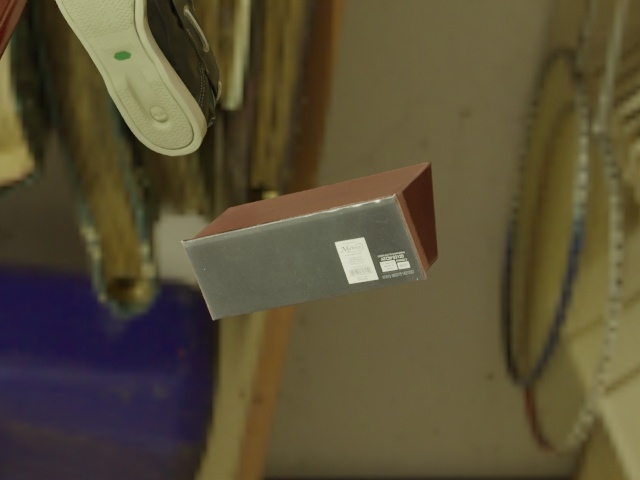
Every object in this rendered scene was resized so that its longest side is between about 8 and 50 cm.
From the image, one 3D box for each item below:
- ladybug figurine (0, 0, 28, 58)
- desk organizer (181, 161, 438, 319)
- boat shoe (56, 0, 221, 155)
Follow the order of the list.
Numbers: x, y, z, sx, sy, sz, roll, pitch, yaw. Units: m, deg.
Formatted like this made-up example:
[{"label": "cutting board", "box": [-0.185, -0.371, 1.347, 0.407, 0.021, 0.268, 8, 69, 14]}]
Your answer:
[{"label": "ladybug figurine", "box": [-0.219, -0.081, 0.376, 0.305, 0.449, 0.162, -53, -38, -32]}, {"label": "desk organizer", "box": [0.000, 0.000, 1.010, 0.050, 0.130, 0.047, -43, -63, -55]}, {"label": "boat shoe", "box": [-0.138, -0.176, 1.464, 0.079, 0.084, 0.233, -57, -45, -41]}]
